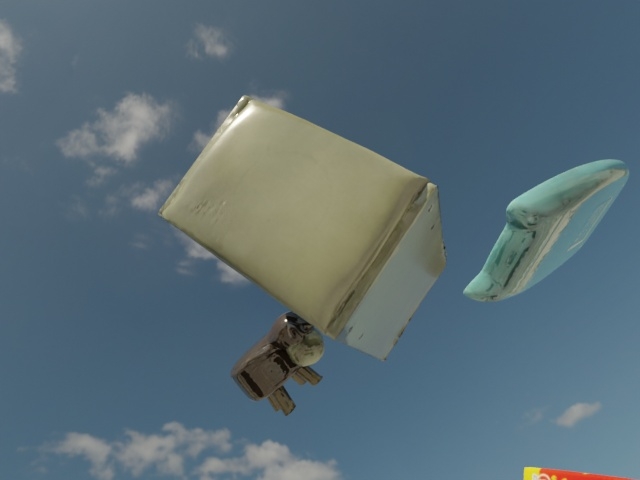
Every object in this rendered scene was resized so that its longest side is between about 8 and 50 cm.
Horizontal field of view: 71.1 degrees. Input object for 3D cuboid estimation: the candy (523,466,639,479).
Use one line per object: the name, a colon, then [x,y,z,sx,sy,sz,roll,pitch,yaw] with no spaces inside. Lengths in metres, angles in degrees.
candy: [0.437,0.438,0.683,0.088,0.146,0.276,19,-25,-10]

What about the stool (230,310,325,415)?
stool: [-0.056,0.192,0.713,0.121,0.125,0.217,48,-56,1]

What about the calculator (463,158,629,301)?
calculator: [0.421,-0.020,0.795,0.387,0.054,0.256,-19,-42,-35]

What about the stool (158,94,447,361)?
stool: [0.000,0.000,0.546,0.170,0.244,0.269,-55,-25,-7]
